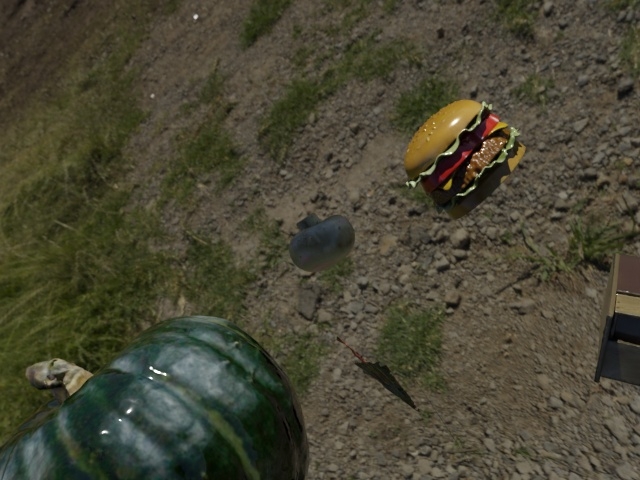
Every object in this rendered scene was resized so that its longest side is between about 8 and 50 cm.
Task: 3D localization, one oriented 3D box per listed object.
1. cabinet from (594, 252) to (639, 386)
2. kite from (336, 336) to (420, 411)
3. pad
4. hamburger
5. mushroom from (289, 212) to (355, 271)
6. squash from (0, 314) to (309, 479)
[{"bbox_3d":[0.570,0.147,0.934,0.175,0.148,0.215,10,30,25],"label":"cabinet"},{"bbox_3d":[0.096,0.231,0.959,0.189,0.232,0.009,42,75,5],"label":"kite"},{"bbox_3d":[0.282,0.417,1.318,0.004,0.127,0.190,-33,30,1],"label":"pad"},{"bbox_3d":[0.322,-0.205,1.323,0.212,0.274,0.274,41,94,-4],"label":"hamburger"},{"bbox_3d":[0.000,0.000,0.660,0.084,0.083,0.067,-33,86,18],"label":"mushroom"},{"bbox_3d":[-0.111,0.147,0.360,0.218,0.218,0.172,-39,71,13],"label":"squash"}]
